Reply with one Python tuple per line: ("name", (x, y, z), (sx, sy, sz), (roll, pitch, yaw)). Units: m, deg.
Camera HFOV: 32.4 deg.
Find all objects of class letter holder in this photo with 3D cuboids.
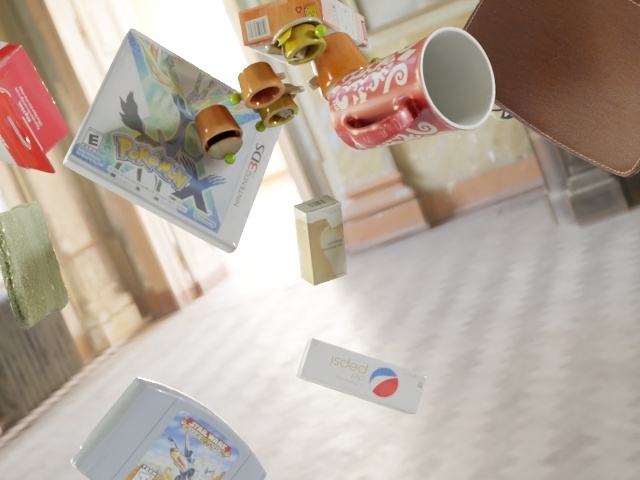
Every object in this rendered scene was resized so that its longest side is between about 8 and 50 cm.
("letter holder", (0.357, -0.243, 1.483), (0.214, 0.302, 0.152), (-60, -19, 20))

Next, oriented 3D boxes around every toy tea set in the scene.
("toy tea set", (-0.056, -0.227, 1.833), (0.336, 0.124, 0.200), (-37, -21, 35))

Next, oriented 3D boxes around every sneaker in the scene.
("sneaker", (0.296, -0.233, 1.850), (0.109, 0.040, 0.043), (16, -25, -32))

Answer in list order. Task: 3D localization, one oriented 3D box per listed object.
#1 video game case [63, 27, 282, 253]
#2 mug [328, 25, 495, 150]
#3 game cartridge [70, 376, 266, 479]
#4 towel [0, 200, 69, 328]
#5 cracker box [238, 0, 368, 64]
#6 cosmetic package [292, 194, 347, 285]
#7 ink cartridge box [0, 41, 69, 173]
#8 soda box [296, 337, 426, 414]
("video game case", (-0.245, -0.176, 1.929), (0.036, 0.329, 0.300), (-34, 32, 54))
("mug", (0.082, -0.160, 1.222), (0.150, 0.113, 0.169), (-9, -2, -39))
("game cartridge", (-0.233, 0.361, 1.793), (0.198, 0.297, 0.062), (-50, 28, -4))
("towel", (-0.361, 0.028, 1.369), (0.027, 0.148, 0.110), (-9, 11, 18))
("cracker box", (-0.026, -0.375, 1.970), (0.155, 0.067, 0.232), (-12, -5, 22))
("cosmetic package", (0.000, 0.000, 1.553), (0.060, 0.115, 0.041), (-20, 28, -25))
("ink cartridge box", (-0.398, -0.170, 1.330), (0.231, 0.134, 0.078), (16, 54, 35))
("soda box", (0.072, 0.239, 1.928), (0.216, 0.074, 0.069), (19, -11, -4))
